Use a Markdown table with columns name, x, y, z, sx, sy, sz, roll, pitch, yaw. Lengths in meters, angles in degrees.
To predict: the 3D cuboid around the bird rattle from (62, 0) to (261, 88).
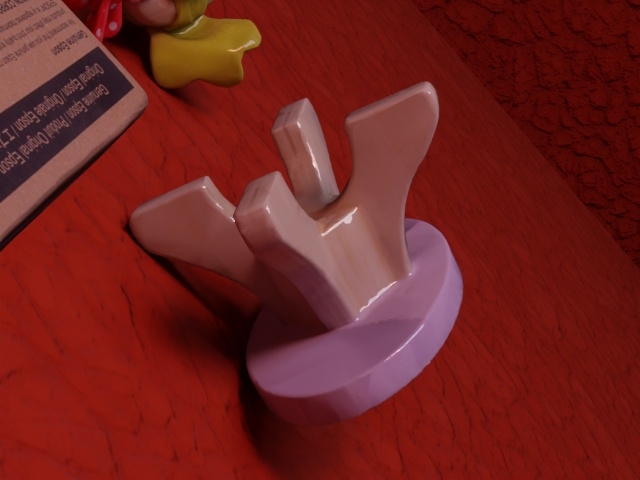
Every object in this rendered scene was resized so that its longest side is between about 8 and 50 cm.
| name | x | y | z | sx | sy | sz | roll | pitch | yaw |
| --- | --- | --- | --- | --- | --- | --- | --- | --- | --- |
| bird rattle | -0.142 | -0.256 | 1.218 | 0.143 | 0.207 | 0.253 | 41 | 2 | 28 |

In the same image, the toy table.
| name | x | y | z | sx | sy | sz | roll | pitch | yaw |
| --- | --- | --- | --- | --- | --- | --- | --- | --- | --- |
| toy table | 0.000 | 0.000 | 1.020 | 0.161 | 0.252 | 0.274 | 63 | 3 | -18 |

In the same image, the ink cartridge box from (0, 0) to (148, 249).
| name | x | y | z | sx | sy | sz | roll | pitch | yaw |
| --- | --- | --- | --- | --- | --- | --- | --- | --- | --- |
| ink cartridge box | -0.193 | 0.012 | 0.510 | 0.088 | 0.234 | 0.193 | 47 | 19 | -11 |
